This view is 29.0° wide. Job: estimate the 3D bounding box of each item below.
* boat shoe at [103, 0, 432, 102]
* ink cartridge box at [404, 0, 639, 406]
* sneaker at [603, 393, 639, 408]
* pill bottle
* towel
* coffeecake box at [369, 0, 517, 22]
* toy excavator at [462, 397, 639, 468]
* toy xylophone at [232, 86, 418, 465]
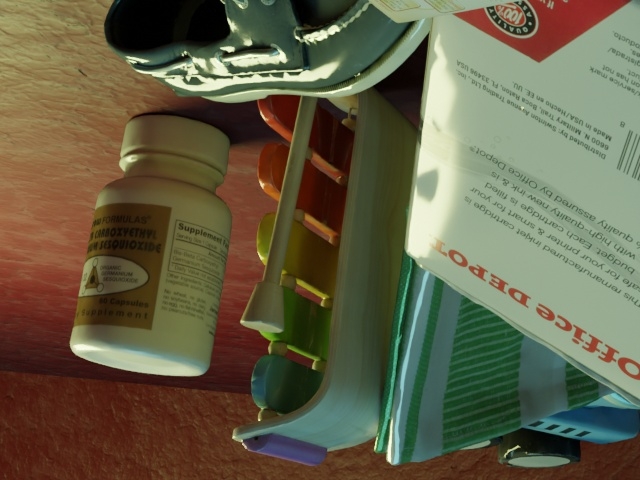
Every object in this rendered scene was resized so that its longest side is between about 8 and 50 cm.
[{"bbox_3d":[-0.035,-0.149,0.756,0.099,0.116,0.319,12,170,-31],"label":"boat shoe"},{"bbox_3d":[0.163,-0.058,0.674,0.197,0.114,0.272,33,147,21],"label":"ink cartridge box"},{"bbox_3d":[0.352,0.052,1.196,0.319,0.127,0.208,-21,-176,-16],"label":"sneaker"},{"bbox_3d":[-0.153,0.005,1.169,0.131,0.229,0.131,7,166,2],"label":"pill bottle"},{"bbox_3d":[0.196,0.037,0.943,0.325,0.247,0.038,-10,-149,-27],"label":"towel"},{"bbox_3d":[0.100,-0.180,0.509,0.186,0.142,0.068,-4,162,36],"label":"coffeecake box"},{"bbox_3d":[0.387,0.136,1.494,0.433,0.222,0.445,16,155,-34],"label":"toy excavator"},{"bbox_3d":[0.000,0.000,0.921,0.081,0.322,0.236,-1,155,27],"label":"toy xylophone"}]
